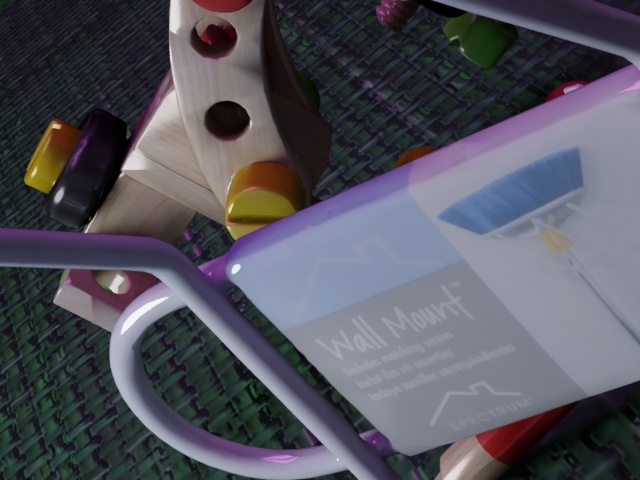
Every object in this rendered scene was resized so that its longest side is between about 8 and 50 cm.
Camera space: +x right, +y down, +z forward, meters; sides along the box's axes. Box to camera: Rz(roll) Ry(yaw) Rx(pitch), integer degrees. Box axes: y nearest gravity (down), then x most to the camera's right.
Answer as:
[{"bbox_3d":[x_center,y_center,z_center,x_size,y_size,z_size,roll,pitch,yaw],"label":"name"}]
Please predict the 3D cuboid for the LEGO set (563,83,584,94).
[{"bbox_3d":[0.212,-0.056,0.691,0.244,0.060,0.182,-30,23,-7],"label":"LEGO set"}]

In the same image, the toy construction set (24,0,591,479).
[{"bbox_3d":[0.000,0.000,0.826,0.237,0.257,0.309,-49,42,25],"label":"toy construction set"}]

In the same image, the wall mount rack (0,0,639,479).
[{"bbox_3d":[0.027,0.019,0.564,0.350,0.304,0.130,-24,35,33],"label":"wall mount rack"}]
